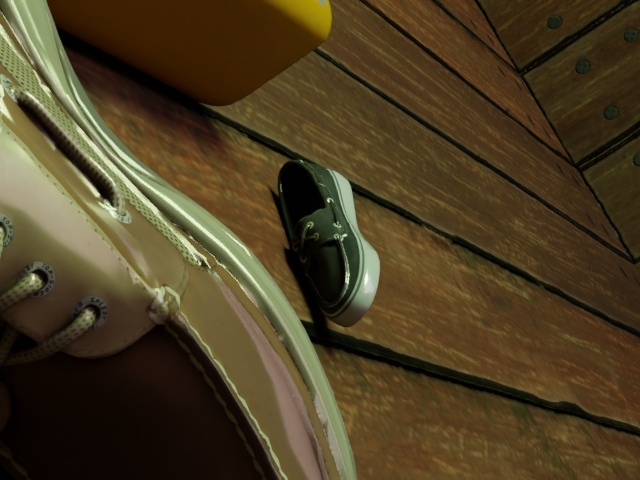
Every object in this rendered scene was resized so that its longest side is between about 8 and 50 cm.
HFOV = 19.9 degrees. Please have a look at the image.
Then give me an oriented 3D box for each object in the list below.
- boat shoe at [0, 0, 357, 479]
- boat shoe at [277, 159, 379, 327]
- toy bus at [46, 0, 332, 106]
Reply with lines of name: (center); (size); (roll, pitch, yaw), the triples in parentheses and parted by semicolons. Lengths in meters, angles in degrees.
boat shoe: (-0.110, 0.008, 0.601); (0.324, 0.123, 0.116); (52, 20, 8)
boat shoe: (0.000, 0.000, 1.112); (0.040, 0.049, 0.142); (27, 26, -26)
toy bus: (-0.116, -0.179, 0.981); (0.130, 0.108, 0.333); (63, 15, 19)
